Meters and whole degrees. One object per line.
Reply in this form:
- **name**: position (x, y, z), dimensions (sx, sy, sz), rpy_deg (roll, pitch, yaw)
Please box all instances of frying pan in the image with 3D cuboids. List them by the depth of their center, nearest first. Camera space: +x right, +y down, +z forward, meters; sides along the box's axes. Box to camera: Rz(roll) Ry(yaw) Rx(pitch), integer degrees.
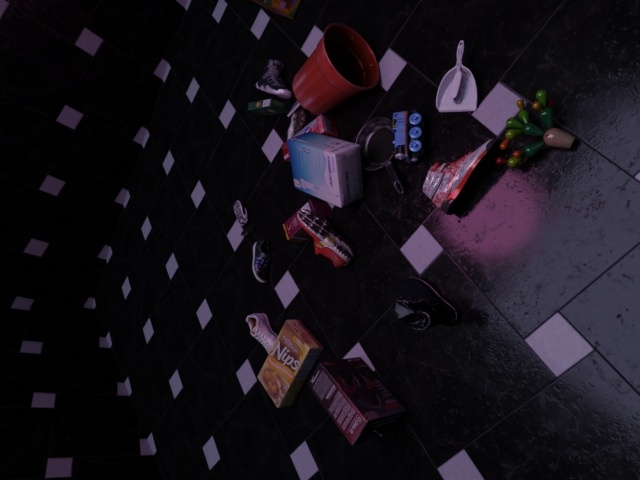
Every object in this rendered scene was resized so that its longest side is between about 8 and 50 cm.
- **frying pan**: position (0.247, -0.321, 1.615), dimensions (0.326, 0.053, 0.197), rpy_deg (44, 115, 38)

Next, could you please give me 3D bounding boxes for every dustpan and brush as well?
- **dustpan and brush**: position (0.445, -0.527, 1.434), dimensions (0.147, 0.060, 0.211), rpy_deg (14, 95, 46)

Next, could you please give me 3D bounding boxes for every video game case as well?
- **video game case**: position (-0.104, -0.608, 1.993), dimensions (0.087, 0.011, 0.122), rpy_deg (-36, 24, 36)

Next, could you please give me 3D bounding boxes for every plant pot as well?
- **plant pot**: position (0.043, -0.639, 1.739), dimensions (0.265, 0.272, 0.272), rpy_deg (-27, 66, 50)

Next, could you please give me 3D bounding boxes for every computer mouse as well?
- **computer mouse**: position (-0.383, -0.115, 2.239), dimensions (0.106, 0.042, 0.193), rpy_deg (-38, 64, 41)

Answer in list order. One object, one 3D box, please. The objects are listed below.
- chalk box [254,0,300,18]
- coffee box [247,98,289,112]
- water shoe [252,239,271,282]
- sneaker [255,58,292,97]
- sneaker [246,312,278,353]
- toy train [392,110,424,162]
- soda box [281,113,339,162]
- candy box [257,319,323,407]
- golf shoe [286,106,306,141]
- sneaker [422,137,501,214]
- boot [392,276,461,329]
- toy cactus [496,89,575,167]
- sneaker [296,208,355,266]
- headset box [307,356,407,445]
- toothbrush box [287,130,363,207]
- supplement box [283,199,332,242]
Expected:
- **chalk box**: position (-0.180, -1.231, 2.092), dimensions (0.180, 0.179, 0.289), rpy_deg (42, 112, 42)
- **coffee box**: position (-0.250, -0.632, 2.123), dimensions (0.184, 0.113, 0.040), rpy_deg (8, 91, 47)
- **water shoe**: position (-0.269, 0.093, 2.068), dimensions (0.080, 0.073, 0.203), rpy_deg (-25, 68, 38)
- **sneaker**: position (-0.208, -0.767, 2.105), dimensions (0.268, 0.101, 0.153), rpy_deg (36, 113, 45)
- **sneaker**: position (-0.258, 0.424, 1.995), dimensions (0.087, 0.092, 0.228), rpy_deg (-55, 52, 23)
- **toy train**: position (0.299, -0.356, 1.530), dimensions (0.105, 0.080, 0.184), rpy_deg (-2, 79, 22)
- **soda box**: position (-0.046, -0.424, 1.898), dimensions (0.263, 0.092, 0.083), rpy_deg (-27, 65, 40)
- **candy box**: position (-0.130, 0.509, 1.855), dimensions (0.183, 0.088, 0.316), rpy_deg (42, 114, 40)
- **golf shoe**: position (-0.121, -0.514, 2.010), dimensions (0.086, 0.069, 0.176), rpy_deg (15, 94, 52)
- **sneaker**: position (0.427, -0.226, 1.389), dimensions (0.145, 0.090, 0.270), rpy_deg (49, 121, 35)
- **boot**: position (0.291, 0.187, 1.386), dimensions (0.246, 0.207, 0.094), rpy_deg (38, 112, 42)
- **toy cactus**: position (0.601, -0.293, 1.233), dimensions (0.180, 0.112, 0.219), rpy_deg (27, 102, 25)
- **sneaker**: position (0.000, 0.000, 1.722), dimensions (0.279, 0.107, 0.118), rpy_deg (45, 131, 4)
- **headset box**: position (0.130, 0.536, 1.492), dimensions (0.293, 0.218, 0.110), rpy_deg (43, 115, 41)
- **toothbrush box**: position (0.018, -0.281, 1.727), dimensions (0.295, 0.126, 0.216), rpy_deg (28, 137, 45)
- **supplement box**: position (-0.054, -0.078, 1.850), dimensions (0.188, 0.104, 0.080), rpy_deg (-40, 57, 34)
